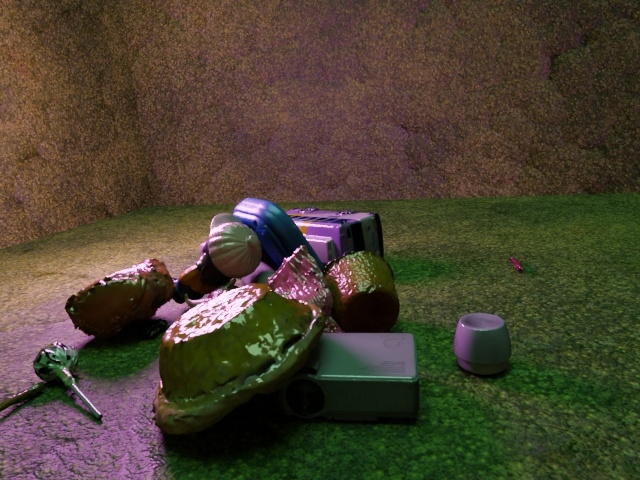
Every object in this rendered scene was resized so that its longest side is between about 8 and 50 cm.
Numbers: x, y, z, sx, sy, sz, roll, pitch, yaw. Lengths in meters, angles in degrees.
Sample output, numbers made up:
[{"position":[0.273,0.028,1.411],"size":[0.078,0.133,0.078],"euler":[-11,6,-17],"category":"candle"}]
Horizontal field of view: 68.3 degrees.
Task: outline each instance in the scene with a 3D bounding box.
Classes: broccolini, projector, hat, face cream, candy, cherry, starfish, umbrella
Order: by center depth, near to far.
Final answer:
[{"position":[0.060,0.262,0.922],"size":[0.257,0.099,0.192],"euler":[-2,13,9],"category":"projector"},{"position":[-0.671,0.356,0.931],"size":[0.057,0.071,0.254],"euler":[-44,-12,24],"category":"broccolini"},{"position":[0.341,0.218,0.999],"size":[0.117,0.104,0.117],"euler":[-5,13,1],"category":"face cream"},{"position":[-0.531,0.305,1.019],"size":[0.306,0.083,0.091],"euler":[18,30,40],"category":"candy"},{"position":[-0.058,0.170,1.169],"size":[0.107,0.236,0.286],"euler":[26,18,-50],"category":"hat"},{"position":[-0.270,0.187,1.291],"size":[0.217,0.050,0.223],"euler":[31,57,5],"category":"starfish"},{"position":[-0.301,0.198,1.349],"size":[0.107,0.090,0.225],"euler":[8,30,28],"category":"cherry"},{"position":[-0.151,0.150,1.437],"size":[0.108,0.108,0.337],"euler":[-10,14,-22],"category":"projector"},{"position":[0.679,0.083,1.629],"size":[0.027,0.025,0.165],"euler":[-21,7,14],"category":"umbrella"}]

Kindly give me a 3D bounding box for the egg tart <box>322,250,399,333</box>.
[{"position":[0.106,0.143,1.204],"size":[0.216,0.215,0.171],"euler":[-7,24,-11],"category":"egg tart"}]

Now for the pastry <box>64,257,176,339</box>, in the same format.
[{"position":[-0.545,0.167,1.334],"size":[0.255,0.161,0.311],"euler":[-25,2,18],"category":"pastry"}]

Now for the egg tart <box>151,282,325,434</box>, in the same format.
[{"position":[-0.174,0.201,0.914],"size":[0.388,0.168,0.388],"euler":[-26,11,5],"category":"egg tart"}]

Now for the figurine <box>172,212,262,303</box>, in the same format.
[{"position":[-0.315,0.084,1.446],"size":[0.204,0.332,0.185],"euler":[43,18,25],"category":"figurine"}]

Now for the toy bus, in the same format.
[{"position":[0.000,0.000,1.793],"size":[0.440,0.209,0.249],"euler":[7,19,41],"category":"toy bus"}]

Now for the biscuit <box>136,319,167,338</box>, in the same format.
[{"position":[-0.465,0.245,1.308],"size":[0.087,0.026,0.089],"euler":[-14,15,-27],"category":"biscuit"}]

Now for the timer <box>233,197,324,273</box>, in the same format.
[{"position":[-0.147,0.015,1.580],"size":[0.115,0.340,0.309],"euler":[-44,30,-19],"category":"timer"}]
